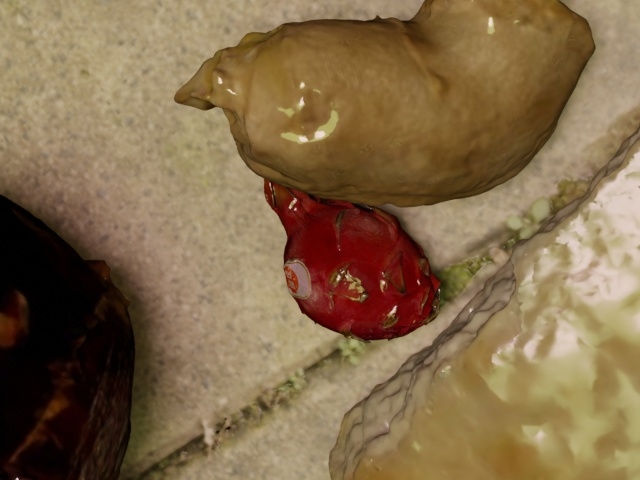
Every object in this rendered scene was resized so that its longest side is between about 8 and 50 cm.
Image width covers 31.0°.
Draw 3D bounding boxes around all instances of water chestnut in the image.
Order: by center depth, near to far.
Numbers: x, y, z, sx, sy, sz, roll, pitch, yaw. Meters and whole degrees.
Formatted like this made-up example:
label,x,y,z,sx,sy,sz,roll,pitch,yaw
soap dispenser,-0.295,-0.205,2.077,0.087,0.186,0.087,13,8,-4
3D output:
label,x,y,z,sx,sy,sz,roll,pitch,yaw
water chestnut,-0.256,0.142,0.793,0.335,0.335,0.347,-22,127,17

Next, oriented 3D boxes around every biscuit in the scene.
label,x,y,z,sx,sy,sz,roll,pitch,yaw
biscuit,0.250,0.155,0.757,0.429,0.104,0.446,-41,88,17

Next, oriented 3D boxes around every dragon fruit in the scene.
label,x,y,z,sx,sy,sz,roll,pitch,yaw
dragon fruit,0.000,0.000,0.806,0.190,0.094,0.094,44,108,12

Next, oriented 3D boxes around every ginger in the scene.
label,x,y,z,sx,sy,sz,roll,pitch,yaw
ginger,0.044,-0.091,0.743,0.267,0.138,0.152,-17,100,-9
